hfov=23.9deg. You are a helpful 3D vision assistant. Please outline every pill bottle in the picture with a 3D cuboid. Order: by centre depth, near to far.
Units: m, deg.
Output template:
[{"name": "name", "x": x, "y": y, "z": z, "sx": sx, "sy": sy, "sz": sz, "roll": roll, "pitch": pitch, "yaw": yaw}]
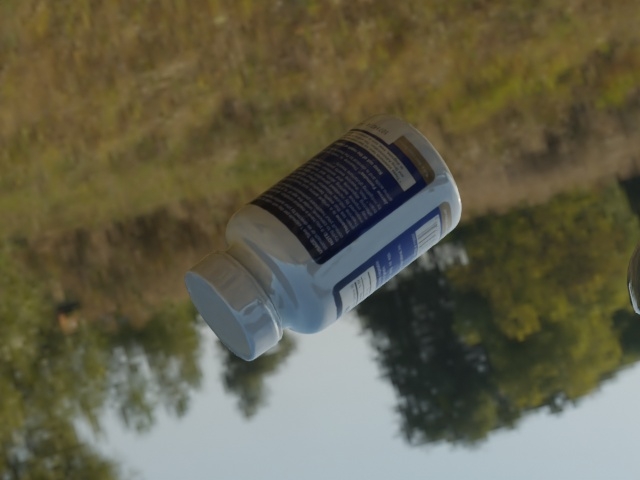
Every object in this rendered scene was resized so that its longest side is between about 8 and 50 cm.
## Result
[{"name": "pill bottle", "x": 0.000, "y": 0.000, "z": 0.686, "sx": 0.120, "sy": 0.067, "sz": 0.067, "roll": -37, "pitch": -173, "yaw": -20}]

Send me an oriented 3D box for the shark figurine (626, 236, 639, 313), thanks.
[{"name": "shark figurine", "x": 0.200, "y": 0.061, "z": 0.437, "sx": 0.278, "sy": 0.116, "sz": 0.166, "roll": 10, "pitch": -133, "yaw": 28}]
